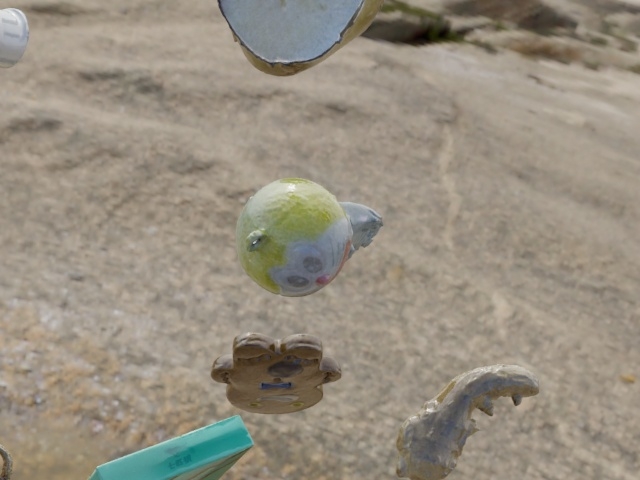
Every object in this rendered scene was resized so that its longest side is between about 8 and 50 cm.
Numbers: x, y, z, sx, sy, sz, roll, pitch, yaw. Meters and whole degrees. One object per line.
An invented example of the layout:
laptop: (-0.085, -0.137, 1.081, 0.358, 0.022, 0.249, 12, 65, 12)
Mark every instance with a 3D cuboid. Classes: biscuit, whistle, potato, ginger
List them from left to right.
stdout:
biscuit: (-0.061, 0.192, 1.429, 0.180, 0.236, 0.039, -1, 60, -3)
potato: (-0.021, -0.372, 1.448, 0.247, 0.299, 0.196, -12, -8, 14)
whistle: (0.000, 0.000, 1.055, 0.123, 0.122, 0.223, 29, 18, 31)
ginger: (0.140, 0.175, 1.020, 0.069, 0.173, 0.051, 50, -7, 3)

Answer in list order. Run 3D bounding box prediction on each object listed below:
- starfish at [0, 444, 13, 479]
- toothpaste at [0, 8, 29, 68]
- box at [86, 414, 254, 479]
starfish: (-0.496, 0.372, 1.417, 0.074, 0.146, 0.190, 44, 28, -5)
toothpaste: (-0.281, -0.150, 0.670, 0.071, 0.045, 0.193, 35, 17, 34)
box: (-0.181, 0.259, 1.023, 0.161, 0.226, 0.042, -15, 65, -40)
